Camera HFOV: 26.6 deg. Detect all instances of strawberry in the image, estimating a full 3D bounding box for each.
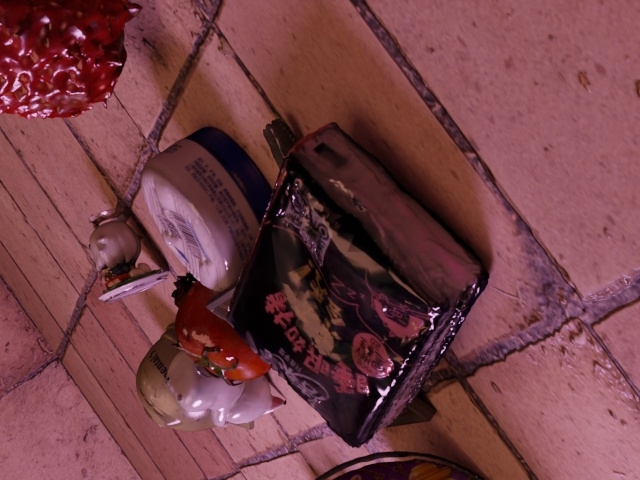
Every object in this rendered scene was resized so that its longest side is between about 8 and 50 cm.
[{"bbox_3d":[-0.411,-0.265,1.694,0.292,0.344,0.292,47,145,50],"label":"strawberry"}]

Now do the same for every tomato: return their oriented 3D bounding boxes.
[{"bbox_3d":[-0.126,0.117,1.904,0.167,0.167,0.167,46,157,25],"label":"tomato"}]

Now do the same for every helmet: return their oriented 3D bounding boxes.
[{"bbox_3d":[-0.251,0.278,2.444,0.257,0.137,0.204,35,151,43],"label":"helmet"}]

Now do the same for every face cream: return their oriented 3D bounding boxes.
[{"bbox_3d":[-0.143,-0.036,1.768,0.206,0.111,0.206,47,160,23],"label":"face cream"}]

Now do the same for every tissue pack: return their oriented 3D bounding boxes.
[{"bbox_3d":[0.029,0.053,1.454,0.245,0.123,0.332,45,146,16],"label":"tissue pack"}]

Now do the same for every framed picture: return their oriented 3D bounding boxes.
[{"bbox_3d":[-0.007,0.149,1.732,0.290,0.020,0.211,36,161,-8],"label":"framed picture"}]

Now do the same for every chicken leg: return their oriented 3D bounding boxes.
[{"bbox_3d":[-0.166,0.116,2.121,0.234,0.063,0.105,35,156,40],"label":"chicken leg"}]

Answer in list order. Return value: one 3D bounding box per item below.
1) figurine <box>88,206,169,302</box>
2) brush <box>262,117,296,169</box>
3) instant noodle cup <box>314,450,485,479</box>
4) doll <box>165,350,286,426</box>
[{"bbox_3d":[-0.339,0.015,2.301,0.153,0.132,0.132,68,160,3],"label":"figurine"},{"bbox_3d":[-0.001,0.000,1.584,0.070,0.051,0.323,22,141,56],"label":"brush"},{"bbox_3d":[0.105,0.463,1.710,0.340,0.340,0.266,47,166,22],"label":"instant noodle cup"},{"bbox_3d":[-0.158,0.233,2.146,0.181,0.107,0.110,33,-172,-39],"label":"doll"}]
